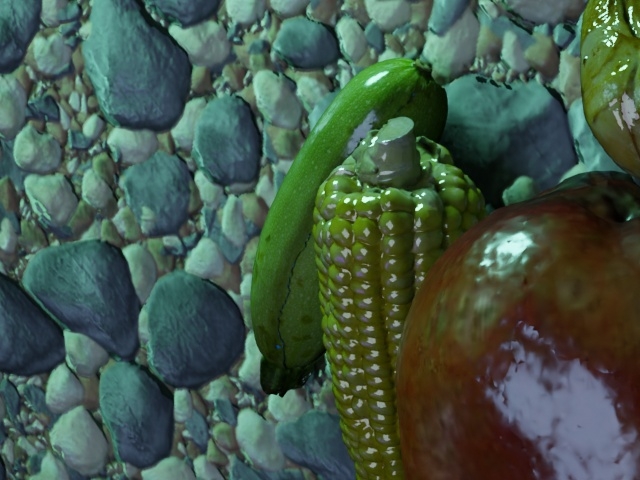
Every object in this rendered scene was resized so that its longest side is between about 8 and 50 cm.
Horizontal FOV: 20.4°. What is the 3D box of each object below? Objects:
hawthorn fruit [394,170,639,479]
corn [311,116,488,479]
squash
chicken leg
[{"bbox_3d":[0.188,0.106,1.078,0.295,0.295,0.311,-36,60,44],"label":"hawthorn fruit"},{"bbox_3d":[0.065,0.074,1.269,0.130,0.130,0.347,18,128,38],"label":"corn"},{"bbox_3d":[0.000,0.000,1.351,0.094,0.094,0.341,43,130,24],"label":"squash"},{"bbox_3d":[0.205,-0.133,1.084,0.101,0.085,0.207,-20,55,25],"label":"chicken leg"}]
